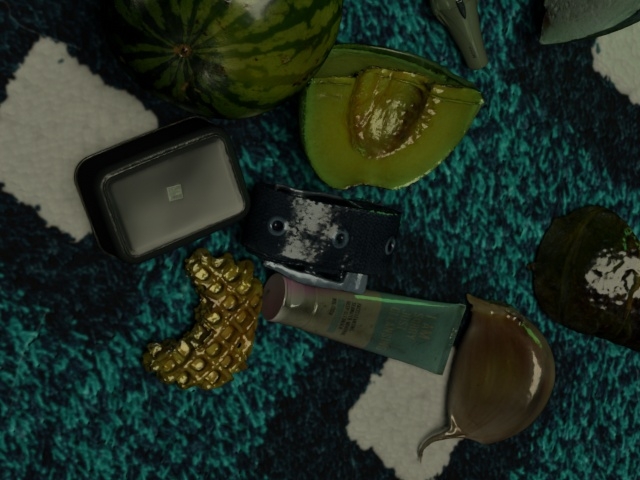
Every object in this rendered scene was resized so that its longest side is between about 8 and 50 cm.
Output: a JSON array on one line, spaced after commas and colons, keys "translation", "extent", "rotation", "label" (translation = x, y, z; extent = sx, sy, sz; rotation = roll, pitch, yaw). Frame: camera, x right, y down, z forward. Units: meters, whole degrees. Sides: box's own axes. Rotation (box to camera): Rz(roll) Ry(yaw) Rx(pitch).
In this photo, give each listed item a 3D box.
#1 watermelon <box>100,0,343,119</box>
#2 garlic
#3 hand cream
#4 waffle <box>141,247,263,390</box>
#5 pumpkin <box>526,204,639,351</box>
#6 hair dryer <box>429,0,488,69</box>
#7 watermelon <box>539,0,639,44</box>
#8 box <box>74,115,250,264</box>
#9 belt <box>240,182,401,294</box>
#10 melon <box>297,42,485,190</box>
[{"translation": [-0.113, -0.286, 1.650], "extent": [0.285, 0.285, 0.285], "rotation": [-5, 102, -23], "label": "watermelon"}, {"translation": [0.258, 0.228, 2.020], "extent": [0.128, 0.148, 0.266], "rotation": [27, 83, -62], "label": "garlic"}, {"translation": [0.067, 0.115, 1.926], "extent": [0.312, 0.070, 0.111], "rotation": [14, 95, -28], "label": "hand cream"}, {"translation": [-0.153, 0.109, 1.837], "extent": [0.149, 0.051, 0.194], "rotation": [12, 96, -27], "label": "waffle"}, {"translation": [0.423, 0.096, 2.055], "extent": [0.163, 0.111, 0.278], "rotation": [-27, 111, -12], "label": "pumpkin"}, {"translation": [0.249, -0.328, 1.908], "extent": [0.199, 0.067, 0.167], "rotation": [-14, 122, -8], "label": "hair dryer"}, {"translation": [0.428, -0.428, 1.918], "extent": [0.214, 0.320, 0.289], "rotation": [42, 49, 0], "label": "watermelon"}, {"translation": [-0.198, -0.063, 1.762], "extent": [0.201, 0.090, 0.144], "rotation": [-23, 109, -19], "label": "box"}, {"translation": [0.000, -0.001, 1.842], "extent": [0.218, 0.122, 0.128], "rotation": [11, 99, -26], "label": "belt"}, {"translation": [0.062, -0.165, 1.846], "extent": [0.265, 0.129, 0.169], "rotation": [1, 122, -27], "label": "melon"}]
